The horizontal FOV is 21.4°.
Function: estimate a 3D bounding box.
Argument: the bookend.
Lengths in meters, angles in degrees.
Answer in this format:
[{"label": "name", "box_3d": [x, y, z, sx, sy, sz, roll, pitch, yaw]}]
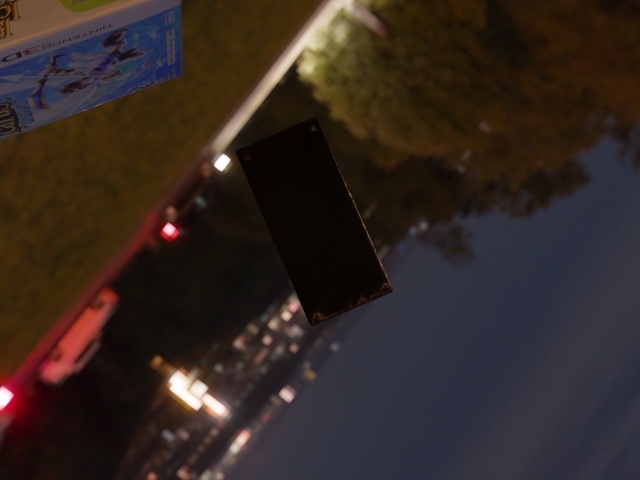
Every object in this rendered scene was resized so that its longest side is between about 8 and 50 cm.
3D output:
[{"label": "bookend", "box_3d": [0.000, 0.000, 1.401, 0.072, 0.156, 0.157, -23, 167, -1]}]

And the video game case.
[{"label": "video game case", "box_3d": [-0.250, -0.171, 1.549, 0.244, 0.061, 0.269, -19, 171, -7]}]
